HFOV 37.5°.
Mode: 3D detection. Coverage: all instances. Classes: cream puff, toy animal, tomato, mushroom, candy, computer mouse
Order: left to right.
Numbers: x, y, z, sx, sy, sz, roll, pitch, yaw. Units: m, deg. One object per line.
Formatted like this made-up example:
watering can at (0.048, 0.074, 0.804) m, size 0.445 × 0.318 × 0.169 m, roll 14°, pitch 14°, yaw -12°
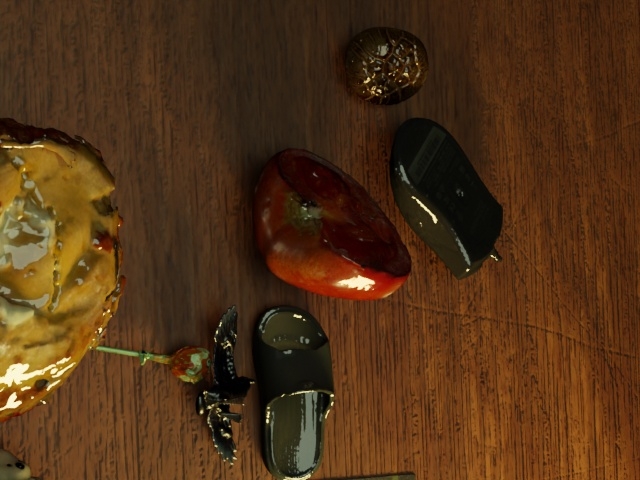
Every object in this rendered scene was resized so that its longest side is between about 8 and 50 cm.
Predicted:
cream puff at (-0.385, 0.024, 1.016) m, size 0.350 × 0.229 × 0.350 m, roll -5°, pitch 97°, yaw -49°
candy at (-0.227, 0.146, 1.196) m, size 0.185 × 0.049 × 0.055 m, roll 12°, pitch 129°, yaw -19°
toy animal at (-0.121, 0.197, 1.219) m, size 0.062 × 0.108 × 0.220 m, roll 3°, pitch 105°, yaw 5°
tomato at (0.000, 0.000, 1.236) m, size 0.200 × 0.139 × 0.233 m, roll 6°, pitch 45°, yaw -52°
mushroom at (0.093, -0.247, 1.322) m, size 0.126 × 0.085 × 0.109 m, roll -2°, pitch 92°, yaw -20°
computer mouse at (0.172, -0.058, 1.360) m, size 0.264 × 0.088 × 0.147 m, roll 50°, pitch 52°, yaw -17°

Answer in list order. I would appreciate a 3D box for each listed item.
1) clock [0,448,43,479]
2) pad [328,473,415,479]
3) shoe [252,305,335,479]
clock at (-0.356, 0.310, 1.032) m, size 0.103 × 0.231 × 0.144 m, roll -34°, pitch 104°, yaw -2°
pad at (0.044, 0.409, 1.344) m, size 0.211 × 0.003 × 0.143 m, roll 2°, pitch 89°, yaw -25°
shoe at (-0.026, 0.208, 1.263) m, size 0.108 × 0.093 × 0.241 m, roll -3°, pitch 93°, yaw -24°
